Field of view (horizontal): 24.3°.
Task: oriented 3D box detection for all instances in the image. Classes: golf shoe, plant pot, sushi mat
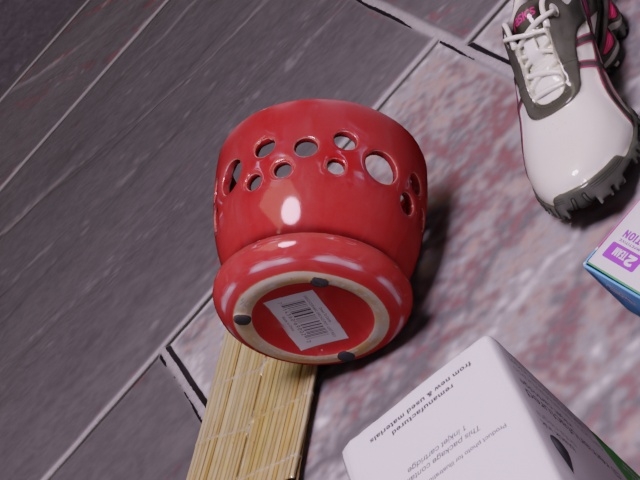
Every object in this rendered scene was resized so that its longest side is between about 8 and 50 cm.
[{"bbox_3d":[0.194,-0.132,1.245,0.105,0.120,0.273,-30,35,28],"label":"golf shoe"},{"bbox_3d":[0.000,0.000,1.286,0.191,0.191,0.174,-29,42,31],"label":"plant pot"},{"bbox_3d":[-0.050,0.116,1.381,0.151,0.019,0.316,-25,38,35],"label":"sushi mat"}]

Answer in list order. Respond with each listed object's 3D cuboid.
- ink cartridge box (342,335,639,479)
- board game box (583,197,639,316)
[{"bbox_3d":[0.145,0.221,0.794,0.121,0.211,0.289,-40,31,12],"label":"ink cartridge box"},{"bbox_3d":[0.353,-0.048,0.979,0.316,0.064,0.242,-49,29,0],"label":"board game box"}]
